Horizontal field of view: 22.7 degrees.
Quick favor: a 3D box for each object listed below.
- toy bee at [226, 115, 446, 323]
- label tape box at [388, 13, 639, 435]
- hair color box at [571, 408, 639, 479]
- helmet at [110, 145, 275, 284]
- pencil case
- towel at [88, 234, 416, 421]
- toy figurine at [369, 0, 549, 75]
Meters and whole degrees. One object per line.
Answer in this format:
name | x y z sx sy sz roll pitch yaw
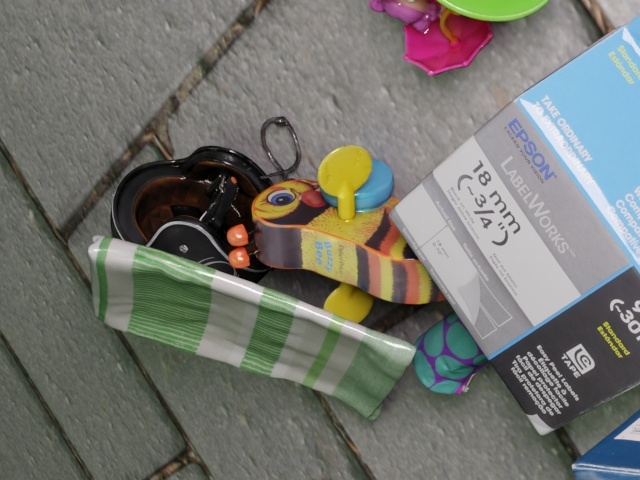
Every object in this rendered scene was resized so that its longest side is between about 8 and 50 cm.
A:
toy bee | 0.000 0.000 1.520 0.298 0.162 0.195 6 121 50
label tape box | 0.225 -0.013 1.271 0.241 0.106 0.333 55 146 6
hair color box | 0.339 0.295 1.287 0.105 0.174 0.347 -1 114 51
helmet | -0.134 -0.011 1.679 0.161 0.169 0.169 -17 101 40
pencil case | 0.147 0.090 1.480 0.070 0.064 0.152 57 145 9
towel | -0.077 0.090 1.597 0.324 0.038 0.248 21 160 1
toy figurine | 0.090 -0.201 1.289 0.173 0.130 0.159 20 153 -4
